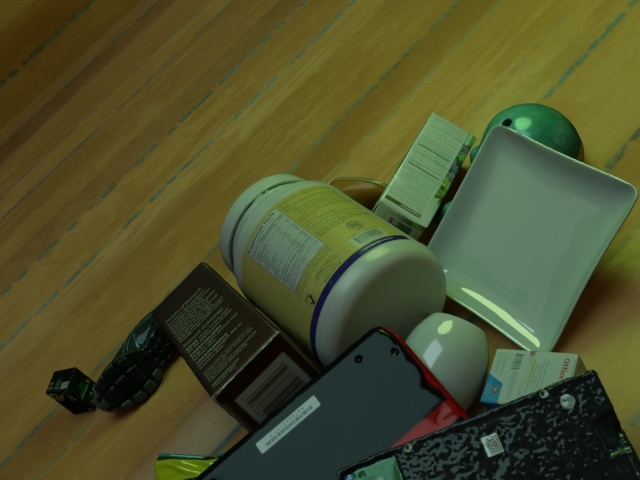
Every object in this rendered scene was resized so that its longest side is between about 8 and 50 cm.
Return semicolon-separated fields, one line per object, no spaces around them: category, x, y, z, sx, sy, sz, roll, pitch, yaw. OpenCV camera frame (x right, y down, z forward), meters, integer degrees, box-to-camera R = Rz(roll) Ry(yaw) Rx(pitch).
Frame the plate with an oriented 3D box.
plate;0.306;-0.004;1.331;0.277;0.045;0.278;35;103;43

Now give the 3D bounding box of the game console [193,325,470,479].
game console;0.044;0.349;1.147;0.386;0.060;0.342;-40;62;-3

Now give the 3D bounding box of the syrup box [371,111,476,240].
syrup box;0.174;-0.103;1.544;0.237;0.096;0.093;-59;-1;-33

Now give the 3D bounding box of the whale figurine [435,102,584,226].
whale figurine;0.299;-0.115;1.462;0.272;0.141;0.216;-41;37;3

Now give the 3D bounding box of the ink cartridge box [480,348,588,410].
ink cartridge box;0.294;0.200;1.210;0.122;0.052;0.088;-2;50;40

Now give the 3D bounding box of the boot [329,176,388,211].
boot;-0.001;0.000;1.641;0.295;0.104;0.211;-7;54;36

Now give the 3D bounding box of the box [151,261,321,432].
box;-0.122;0.184;1.401;0.143;0.191;0.381;-44;25;-6

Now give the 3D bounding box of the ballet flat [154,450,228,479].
ballet flat;-0.162;0.371;1.398;0.231;0.077;0.077;-10;67;23

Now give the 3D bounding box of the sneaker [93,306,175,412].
sneaker;-0.333;0.217;1.699;0.267;0.101;0.106;-49;17;-14

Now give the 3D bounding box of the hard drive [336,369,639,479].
hard drive;0.213;0.323;1.037;0.339;0.064;0.237;-23;64;5

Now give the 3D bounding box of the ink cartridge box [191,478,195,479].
ink cartridge box;-0.189;0.455;1.262;0.154;0.093;0.212;-17;31;-26

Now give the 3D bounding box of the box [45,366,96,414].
box;-0.479;0.293;1.724;0.062;0.083;0.052;-14;44;28

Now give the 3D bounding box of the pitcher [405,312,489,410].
pitcher;0.145;0.212;1.278;0.178;0.125;0.207;3;64;56

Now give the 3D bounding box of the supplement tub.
supplement tub;0.011;0.049;1.413;0.241;0.241;0.331;-45;46;-9
